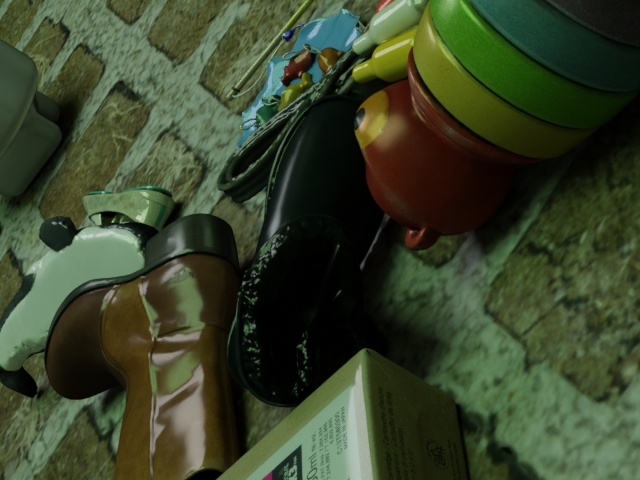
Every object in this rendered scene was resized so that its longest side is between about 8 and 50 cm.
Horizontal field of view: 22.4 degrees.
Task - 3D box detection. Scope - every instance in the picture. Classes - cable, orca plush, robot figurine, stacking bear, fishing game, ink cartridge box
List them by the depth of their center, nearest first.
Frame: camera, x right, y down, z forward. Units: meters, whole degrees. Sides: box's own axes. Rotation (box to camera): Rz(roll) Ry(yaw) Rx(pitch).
[{"bbox_3d":[0.004,0.214,0.991,0.193,0.088,0.235,-43,30,27],"label":"ink cartridge box"},{"bbox_3d":[0.124,-0.120,1.065,0.289,0.164,0.175,-54,28,35],"label":"stacking bear"},{"bbox_3d":[0.013,-0.143,1.349,0.287,0.072,0.139,-29,38,29],"label":"cable"},{"bbox_3d":[-0.024,-0.134,1.473,0.189,0.041,0.264,-47,30,21],"label":"fishing game"},{"bbox_3d":[-0.223,0.063,1.602,0.151,0.102,0.287,50,127,17],"label":"orca plush"},{"bbox_3d":[-0.496,-0.194,2.014,0.200,0.353,0.300,-51,26,14],"label":"robot figurine"}]

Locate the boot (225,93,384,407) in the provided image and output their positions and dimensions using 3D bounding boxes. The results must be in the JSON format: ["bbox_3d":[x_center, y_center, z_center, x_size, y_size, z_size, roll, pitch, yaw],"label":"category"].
[{"bbox_3d":[0.000,0.000,1.149,0.207,0.094,0.247,145,145,-81],"label":"boot"}]

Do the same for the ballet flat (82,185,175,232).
[{"bbox_3d":[-0.206,-0.025,1.664,0.168,0.057,0.052,-6,67,59],"label":"ballet flat"}]

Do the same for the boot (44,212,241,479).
[{"bbox_3d":[-0.154,0.152,1.379,0.264,0.096,0.280,-33,42,29],"label":"boot"}]
